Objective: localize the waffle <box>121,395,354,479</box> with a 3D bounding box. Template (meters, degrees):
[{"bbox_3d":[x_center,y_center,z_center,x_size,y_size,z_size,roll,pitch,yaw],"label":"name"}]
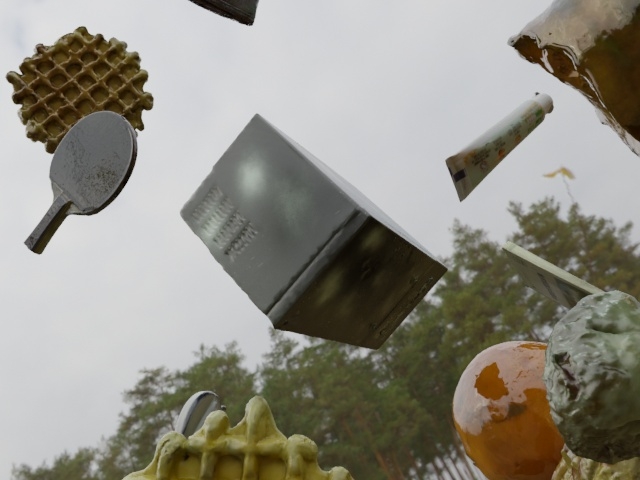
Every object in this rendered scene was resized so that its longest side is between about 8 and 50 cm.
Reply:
[{"bbox_3d":[-0.078,0.278,0.524,0.261,0.250,0.056,-40,-22,-6],"label":"waffle"}]

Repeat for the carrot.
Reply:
[{"bbox_3d":[0.402,-0.235,0.654,0.341,0.241,0.242,-35,-27,28],"label":"carrot"}]

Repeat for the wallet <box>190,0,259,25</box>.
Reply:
[{"bbox_3d":[-0.133,-0.411,0.927,0.111,0.165,0.030,20,-15,-26],"label":"wallet"}]

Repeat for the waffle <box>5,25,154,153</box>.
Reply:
[{"bbox_3d":[-0.319,-0.197,0.841,0.191,0.191,0.038,-18,-3,-18],"label":"waffle"}]

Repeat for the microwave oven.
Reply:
[{"bbox_3d":[0.000,0.000,1.196,0.236,0.374,0.432,-49,-30,8],"label":"microwave oven"}]

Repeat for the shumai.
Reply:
[{"bbox_3d":[0.321,0.141,0.607,0.184,0.183,0.142,-7,-10,-35],"label":"shumai"}]

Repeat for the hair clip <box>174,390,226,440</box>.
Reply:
[{"bbox_3d":[-0.176,0.298,0.877,0.054,0.220,0.140,5,-54,11],"label":"hair clip"}]

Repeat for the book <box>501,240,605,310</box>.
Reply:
[{"bbox_3d":[0.547,0.114,1.370,0.025,0.283,0.215,-50,-46,-5],"label":"book"}]

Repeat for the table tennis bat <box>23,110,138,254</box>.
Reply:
[{"bbox_3d":[-0.236,-0.055,0.602,0.158,0.095,0.014,-54,-23,4],"label":"table tennis bat"}]

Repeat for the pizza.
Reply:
[{"bbox_3d":[0.370,0.376,0.870,0.090,0.223,0.323,10,-38,6],"label":"pizza"}]

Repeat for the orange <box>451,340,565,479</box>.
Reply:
[{"bbox_3d":[0.414,0.345,1.223,0.312,0.312,0.312,-21,-28,-12],"label":"orange"}]

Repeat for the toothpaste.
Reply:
[{"bbox_3d":[0.318,-0.176,1.082,0.314,0.058,0.056,-38,-20,-32],"label":"toothpaste"}]
